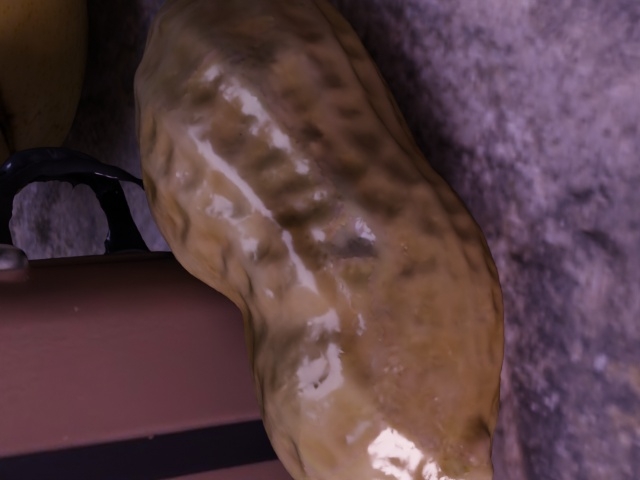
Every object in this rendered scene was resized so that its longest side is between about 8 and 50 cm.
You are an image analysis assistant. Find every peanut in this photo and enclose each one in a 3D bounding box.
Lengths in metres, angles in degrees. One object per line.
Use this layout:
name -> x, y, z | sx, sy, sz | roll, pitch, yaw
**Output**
peanut -> 0.000, 0.000, 0.662 | 0.305, 0.147, 0.147 | 59, 137, 16

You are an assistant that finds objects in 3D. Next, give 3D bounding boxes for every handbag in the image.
handbag -> -0.135, 0.088, 0.721 | 0.149, 0.302, 0.283 | -9, 84, 49

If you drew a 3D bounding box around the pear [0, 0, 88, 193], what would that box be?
pear -> -0.301, -0.160, 0.876 | 0.309, 0.309, 0.309 | 14, 108, 49
